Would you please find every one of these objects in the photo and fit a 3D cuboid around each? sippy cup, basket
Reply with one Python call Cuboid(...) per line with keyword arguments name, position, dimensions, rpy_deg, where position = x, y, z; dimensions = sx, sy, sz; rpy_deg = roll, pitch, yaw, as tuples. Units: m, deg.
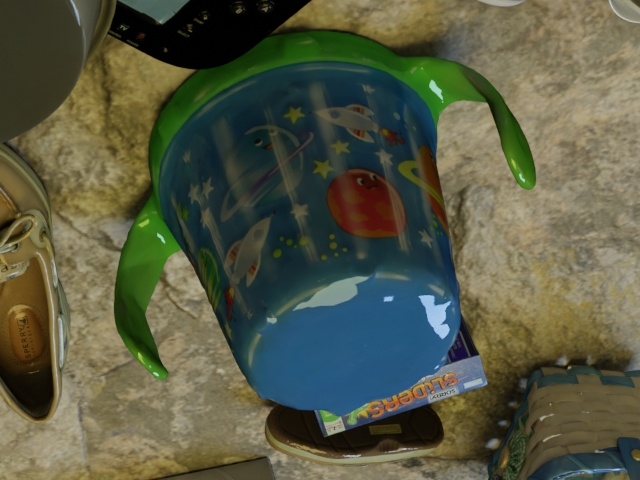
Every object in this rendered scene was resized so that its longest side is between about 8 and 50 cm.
Cuboid(name="sippy cup", position=(0.000, 0.000, 1.265), dimensions=(0.240, 0.224, 0.305), rpy_deg=(11, 133, -28))
Cuboid(name="basket", position=(0.267, 0.287, 1.625), dimensions=(0.201, 0.289, 0.254), rpy_deg=(-1, 136, -18))

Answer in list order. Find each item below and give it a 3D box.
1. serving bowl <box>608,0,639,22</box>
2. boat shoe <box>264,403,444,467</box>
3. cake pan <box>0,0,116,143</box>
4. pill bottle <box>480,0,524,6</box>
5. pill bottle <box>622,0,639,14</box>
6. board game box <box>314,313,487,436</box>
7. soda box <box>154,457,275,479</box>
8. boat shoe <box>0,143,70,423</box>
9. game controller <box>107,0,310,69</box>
Cuboid(name="serving bowl", position=(0.254, -0.206, 1.273), dimensions=(0.083, 0.027, 0.083), rpy_deg=(-9, 139, -8))
Cuboid(name="boat shoe", position=(0.025, 0.196, 1.616), dimensions=(0.190, 0.068, 0.072), rpy_deg=(8, 145, -27))
Cuboid(name="cake pan", position=(-0.279, -0.149, 1.086), dimensions=(0.293, 0.054, 0.293), rpy_deg=(-3, 146, -2))
Cuboid(name="pill bottle", position=(0.146, -0.255, 1.122), dimensions=(0.103, 0.103, 0.184), rpy_deg=(12, 131, -30))
Cuboid(name="pill bottle", position=(0.291, -0.263, 1.132), dimensions=(0.130, 0.130, 0.245), rpy_deg=(20, 118, -35))
Cuboid(name="board game box", position=(0.045, 0.065, 1.368), dimensions=(0.136, 0.201, 0.035), rpy_deg=(-18, 125, 1))
Cuboid(name="soda box", position=(-0.177, 0.301, 1.638), dimensions=(0.286, 0.091, 0.098), rpy_deg=(-10, 138, -9))
Cuboid(name="boat shoe", position=(-0.250, 0.031, 1.313), dimensions=(0.105, 0.089, 0.285), rpy_deg=(-16, 139, -1))
Cuboid(name="game controller", position=(-0.140, -0.215, 1.097), dimensions=(0.319, 0.067, 0.166), rpy_deg=(26, 124, -38))
